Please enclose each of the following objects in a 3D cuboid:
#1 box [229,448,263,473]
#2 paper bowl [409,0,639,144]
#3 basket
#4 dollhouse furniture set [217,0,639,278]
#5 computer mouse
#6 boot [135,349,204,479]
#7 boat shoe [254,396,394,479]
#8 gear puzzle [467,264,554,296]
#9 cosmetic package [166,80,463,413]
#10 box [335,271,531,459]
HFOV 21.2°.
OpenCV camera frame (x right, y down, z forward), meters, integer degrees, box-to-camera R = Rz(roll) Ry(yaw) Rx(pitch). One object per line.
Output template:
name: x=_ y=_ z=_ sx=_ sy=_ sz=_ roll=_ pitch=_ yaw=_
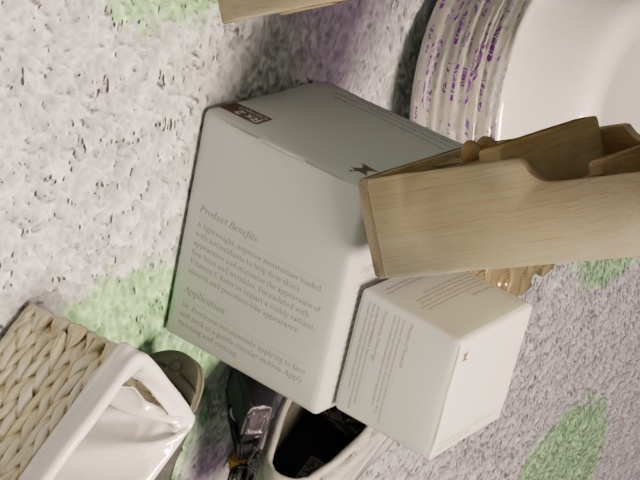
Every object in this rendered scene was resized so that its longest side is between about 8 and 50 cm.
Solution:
box: x=-0.014 y=0.231 z=1.451 sx=0.028 sy=0.136 sz=0.081 roll=-43 pitch=145 yaw=-33
paper bowl: x=0.209 y=-0.122 z=1.480 sx=0.284 sy=0.148 sz=0.284 roll=-29 pitch=127 yaw=-48
basket: x=-0.183 y=0.141 z=1.140 sx=0.167 sy=0.103 sz=0.113 roll=-54 pitch=150 yaw=-16
dollhouse furniture set: x=0.141 y=-0.191 z=1.098 sx=0.362 sy=0.256 sz=0.394 roll=-19 pitch=101 yaw=-51
computer mouse: x=-0.066 y=0.160 z=1.320 sx=0.242 sy=0.041 sz=0.071 roll=-75 pitch=-175 yaw=-59
boot: x=-0.114 y=0.194 z=1.327 sx=0.190 sy=0.076 sz=0.208 roll=-58 pitch=148 yaw=-6
boat shoe: x=0.014 y=0.136 z=1.425 sx=0.267 sy=0.096 sz=0.088 roll=-48 pitch=159 yaw=-45
gear puzzle: x=0.191 y=-0.021 z=1.692 sx=0.339 sy=0.044 sz=0.175 roll=-36 pitch=139 yaw=-45
cosmetic package: x=0.000 y=0.000 z=1.275 sx=0.151 sy=0.151 sz=0.184 roll=-20 pitch=130 yaw=-51
box: x=0.081 y=0.082 z=1.224 sx=0.101 sy=0.087 sz=0.102 roll=-21 pitch=130 yaw=-51
